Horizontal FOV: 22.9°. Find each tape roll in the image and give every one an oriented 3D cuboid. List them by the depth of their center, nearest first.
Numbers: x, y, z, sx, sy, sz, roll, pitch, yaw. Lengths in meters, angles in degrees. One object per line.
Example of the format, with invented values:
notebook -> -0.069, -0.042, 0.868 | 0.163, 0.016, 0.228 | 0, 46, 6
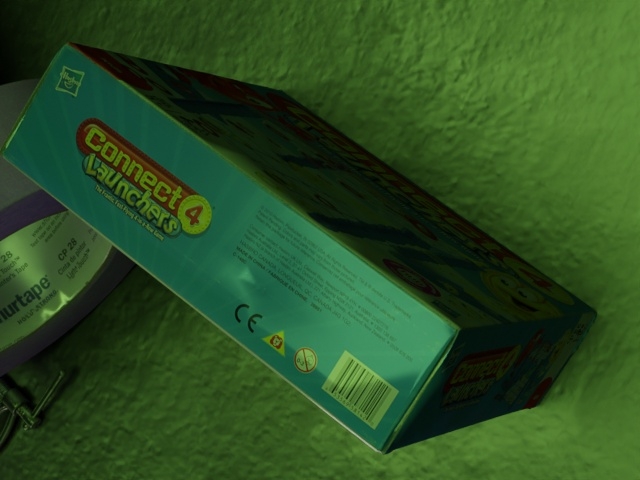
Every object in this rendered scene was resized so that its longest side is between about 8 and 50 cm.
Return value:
tape roll -> -0.249, 0.007, 1.160 | 0.275, 0.275, 0.090 | -46, 72, 17

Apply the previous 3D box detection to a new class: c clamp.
c clamp -> -0.296, 0.115, 1.323 | 0.160, 0.022, 0.137 | 38, 110, 18

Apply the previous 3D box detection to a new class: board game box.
board game box -> 0.000, 0.000, 1.033 | 0.308, 0.302, 0.086 | 36, 104, 20
